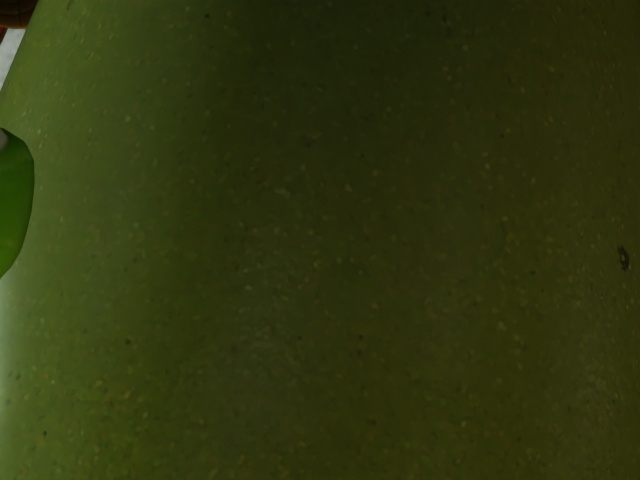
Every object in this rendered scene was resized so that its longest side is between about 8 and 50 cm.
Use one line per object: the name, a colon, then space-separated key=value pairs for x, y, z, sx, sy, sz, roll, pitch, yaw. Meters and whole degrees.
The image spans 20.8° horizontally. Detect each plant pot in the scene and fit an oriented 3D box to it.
plant pot: x=0.000 y=0.000 z=0.544 sx=0.275 sy=0.293 sz=0.275 roll=7 pitch=-176 yaw=0

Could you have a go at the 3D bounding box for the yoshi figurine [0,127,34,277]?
yoshi figurine: x=-0.156 y=-0.094 z=0.245 sx=0.203 sy=0.203 sz=0.362 roll=-33 pitch=152 yaw=16

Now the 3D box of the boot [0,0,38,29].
boot: x=-0.081 y=-0.142 z=0.919 sx=0.213 sy=0.077 sz=0.165 roll=9 pitch=-174 yaw=38

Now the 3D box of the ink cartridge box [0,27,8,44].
ink cartridge box: x=-0.303 y=-0.103 z=0.879 sx=0.272 sy=0.130 sz=0.309 roll=27 pitch=-171 yaw=16
